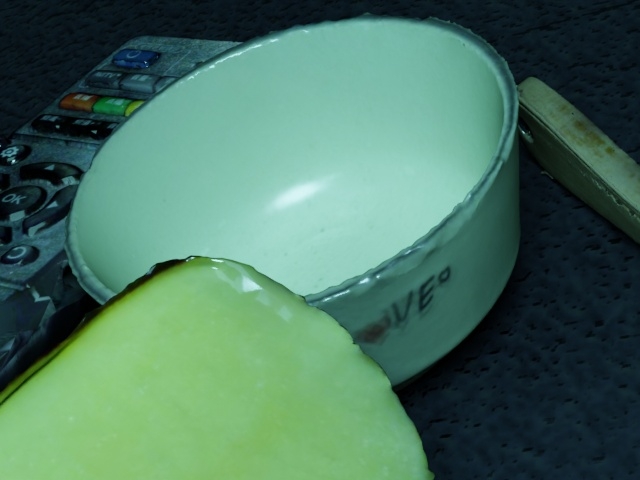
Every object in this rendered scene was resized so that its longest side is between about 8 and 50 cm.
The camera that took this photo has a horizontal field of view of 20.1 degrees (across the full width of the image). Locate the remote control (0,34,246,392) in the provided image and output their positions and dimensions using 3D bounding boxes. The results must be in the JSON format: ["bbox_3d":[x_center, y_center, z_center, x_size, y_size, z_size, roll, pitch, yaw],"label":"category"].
[{"bbox_3d":[-0.157,0.020,0.892,0.145,0.062,0.399,11,41,36],"label":"remote control"}]

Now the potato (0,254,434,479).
[{"bbox_3d":[-0.072,0.139,0.646,0.160,0.111,0.271,32,50,10],"label":"potato"}]

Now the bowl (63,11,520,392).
[{"bbox_3d":[0.000,0.000,0.825,0.211,0.112,0.211,-14,40,12],"label":"bowl"}]

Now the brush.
[{"bbox_3d":[0.150,0.019,0.770,0.065,0.070,0.327,-37,38,-1],"label":"brush"}]
